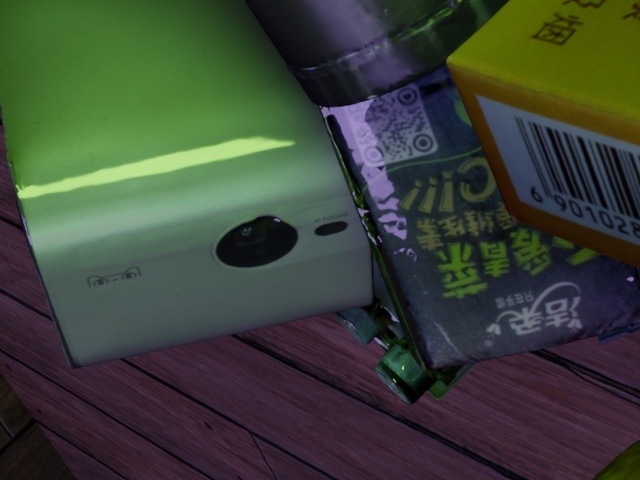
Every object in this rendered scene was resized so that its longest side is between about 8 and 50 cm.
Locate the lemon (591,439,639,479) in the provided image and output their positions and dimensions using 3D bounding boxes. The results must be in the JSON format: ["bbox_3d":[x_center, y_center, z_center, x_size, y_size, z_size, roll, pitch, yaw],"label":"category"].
[{"bbox_3d":[0.312,0.304,1.178,0.350,0.350,0.387,3,125,59],"label":"lemon"}]

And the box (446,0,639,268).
[{"bbox_3d":[0.291,-0.069,0.683,0.415,0.264,0.116,25,150,46],"label":"box"}]

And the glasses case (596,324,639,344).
[{"bbox_3d":[0.251,-0.007,1.159,0.105,0.056,0.266,69,159,7],"label":"glasses case"}]

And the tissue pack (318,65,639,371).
[{"bbox_3d":[0.110,-0.035,1.116,0.173,0.073,0.235,-14,119,17],"label":"tissue pack"}]

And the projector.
[{"bbox_3d":[-0.105,-0.069,1.285,0.248,0.249,0.248,85,172,-58],"label":"projector"}]

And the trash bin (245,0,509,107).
[{"bbox_3d":[-0.004,-0.255,0.970,0.301,0.203,0.252,54,-161,-19],"label":"trash bin"}]

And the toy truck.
[{"bbox_3d":[0.037,0.019,1.484,0.259,0.128,0.135,45,172,0],"label":"toy truck"}]
